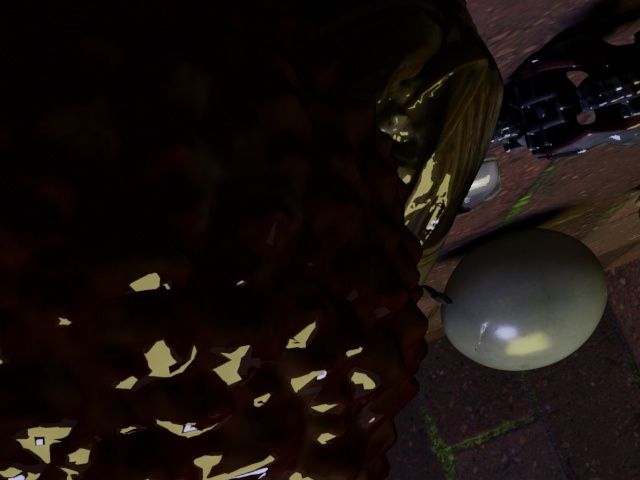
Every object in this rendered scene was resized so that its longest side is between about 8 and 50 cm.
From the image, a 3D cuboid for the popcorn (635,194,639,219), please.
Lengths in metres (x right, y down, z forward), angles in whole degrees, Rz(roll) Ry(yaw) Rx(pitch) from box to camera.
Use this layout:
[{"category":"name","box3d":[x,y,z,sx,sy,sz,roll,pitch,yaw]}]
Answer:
[{"category":"popcorn","box3d":[0.506,-0.056,1.897,0.109,0.089,0.097,-16,-153,14]}]

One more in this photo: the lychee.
[{"category":"lychee","box3d":[-0.089,0.019,0.458,0.300,0.264,0.264,7,154,-33]}]

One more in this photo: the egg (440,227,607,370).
[{"category":"egg","box3d":[0.272,0.079,1.783,0.253,0.186,0.186,-14,167,-27]}]

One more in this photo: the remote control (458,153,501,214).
[{"category":"remote control","box3d":[0.000,0.000,1.094,0.313,0.055,0.109,-17,172,8]}]

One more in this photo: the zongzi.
[{"category":"zongzi","box3d":[-0.078,-0.036,0.682,0.134,0.288,0.286,-74,-174,-55]}]

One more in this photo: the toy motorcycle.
[{"category":"toy motorcycle","box3d":[0.198,-0.106,0.976,0.122,0.082,0.213,-10,178,-27]}]
